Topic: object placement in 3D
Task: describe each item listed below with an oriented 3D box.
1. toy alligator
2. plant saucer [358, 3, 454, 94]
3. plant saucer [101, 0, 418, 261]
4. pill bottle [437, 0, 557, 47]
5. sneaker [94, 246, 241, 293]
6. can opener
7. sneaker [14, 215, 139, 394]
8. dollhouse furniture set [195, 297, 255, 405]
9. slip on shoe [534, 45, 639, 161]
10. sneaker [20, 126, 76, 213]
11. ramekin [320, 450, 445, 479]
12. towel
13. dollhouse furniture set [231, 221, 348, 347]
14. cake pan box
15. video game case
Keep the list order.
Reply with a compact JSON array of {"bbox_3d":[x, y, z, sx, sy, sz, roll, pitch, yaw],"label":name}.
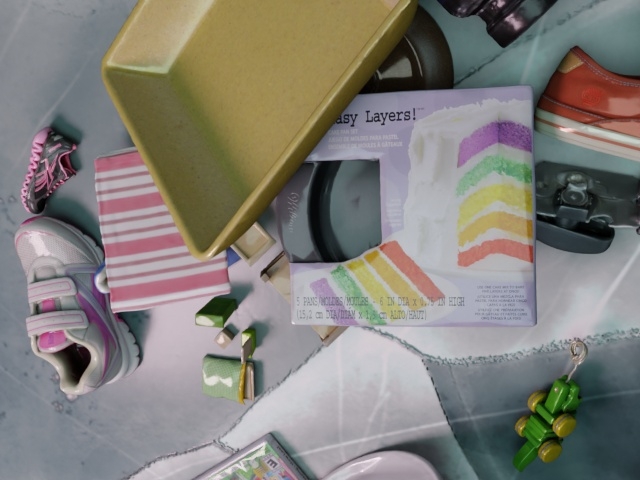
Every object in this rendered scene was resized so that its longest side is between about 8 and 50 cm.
[{"bbox_3d":[0.286,0.200,0.935,0.051,0.056,0.189,5,116,-33],"label":"toy alligator"},{"bbox_3d":[0.046,-0.177,0.868,0.199,0.036,0.198,5,111,12],"label":"plant saucer"},{"bbox_3d":[-0.067,-0.197,0.796,0.332,0.081,0.332,-50,53,24],"label":"plant saucer"},{"bbox_3d":[0.137,-0.297,0.756,0.219,0.123,0.123,45,113,-4],"label":"pill bottle"},{"bbox_3d":[-0.183,0.026,0.972,0.211,0.081,0.080,-19,102,18],"label":"sneaker"},{"bbox_3d":[0.358,-0.021,0.839,0.284,0.076,0.095,12,143,9],"label":"can opener"},{"bbox_3d":[-0.325,0.089,1.012,0.103,0.111,0.252,-20,103,19],"label":"sneaker"},{"bbox_3d":[-0.127,0.154,1.014,0.076,0.058,0.151,5,110,13],"label":"dollhouse furniture set"},{"bbox_3d":[0.382,-0.118,0.766,0.332,0.123,0.101,16,108,13],"label":"slip on shoe"},{"bbox_3d":[-0.342,-0.082,0.997,0.057,0.047,0.119,19,114,-5],"label":"sneaker"},{"bbox_3d":[0.066,0.400,0.950,0.273,0.273,0.127,-29,112,21],"label":"ramekin"},{"bbox_3d":[-0.186,-0.020,0.929,0.144,0.029,0.197,-9,80,1],"label":"towel"},{"bbox_3d":[0.000,0.000,0.931,0.161,0.101,0.182,-43,95,-2],"label":"dollhouse furniture set"},{"bbox_3d":[0.089,-0.033,0.822,0.267,0.070,0.245,1,92,13],"label":"cake pan box"},{"bbox_3d":[-0.091,0.395,1.109,0.212,0.023,0.193,-36,98,22],"label":"video game case"}]
